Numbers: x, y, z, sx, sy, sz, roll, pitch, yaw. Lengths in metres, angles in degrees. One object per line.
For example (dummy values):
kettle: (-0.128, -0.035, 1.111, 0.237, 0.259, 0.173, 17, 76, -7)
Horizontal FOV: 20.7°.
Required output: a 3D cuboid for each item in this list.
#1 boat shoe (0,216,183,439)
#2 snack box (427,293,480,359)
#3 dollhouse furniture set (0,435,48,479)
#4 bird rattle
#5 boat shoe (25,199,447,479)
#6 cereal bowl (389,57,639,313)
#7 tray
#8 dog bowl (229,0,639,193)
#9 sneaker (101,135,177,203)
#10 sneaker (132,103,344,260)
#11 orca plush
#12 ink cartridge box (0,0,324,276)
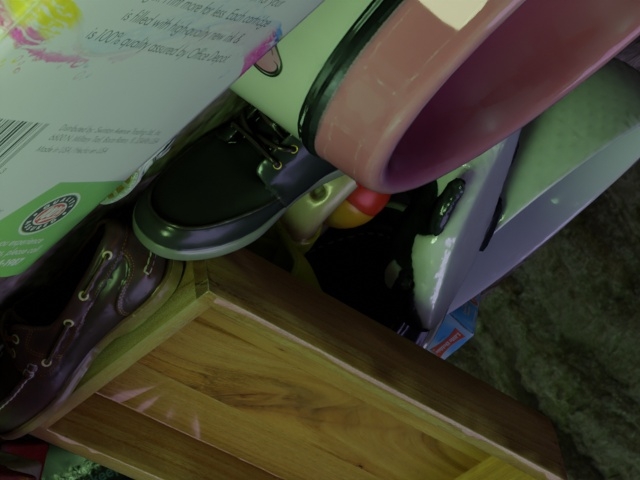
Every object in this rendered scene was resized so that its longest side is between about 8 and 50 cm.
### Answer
boat shoe: (-0.190, 0.060, 1.248, 0.073, 0.073, 0.207, 29, 115, -37)
snack box: (0.105, 0.073, 2.001, 0.187, 0.060, 0.322, -43, -169, 24)
dollhouse furniture set: (-0.270, 0.236, 1.230, 0.374, 0.152, 0.201, 31, 73, -78)
bird rattle: (0.011, -0.056, 1.396, 0.253, 0.143, 0.207, -55, 177, 16)
boat shoe: (-0.098, 0.136, 1.543, 0.500, 0.187, 0.156, -32, 172, 3)
cereal bowl: (0.175, -0.070, 1.710, 0.339, 0.141, 0.339, -37, 170, -7)
tray: (-0.012, 0.145, 1.388, 0.203, 0.076, 0.411, -36, 132, 27)
dog bowl: (0.114, -0.185, 0.986, 0.408, 0.150, 0.408, -38, 170, -8)
sneaker: (-0.113, -0.053, 1.098, 0.083, 0.032, 0.037, -43, 169, 27)
sneaker: (-0.034, -0.078, 1.185, 0.222, 0.083, 0.118, -33, 156, -27)
orca plush: (0.099, -0.074, 1.467, 0.151, 0.102, 0.287, -28, 137, -61)
ink cartridge box: (-0.070, -0.135, 0.646, 0.353, 0.119, 0.207, -40, 169, 15)
